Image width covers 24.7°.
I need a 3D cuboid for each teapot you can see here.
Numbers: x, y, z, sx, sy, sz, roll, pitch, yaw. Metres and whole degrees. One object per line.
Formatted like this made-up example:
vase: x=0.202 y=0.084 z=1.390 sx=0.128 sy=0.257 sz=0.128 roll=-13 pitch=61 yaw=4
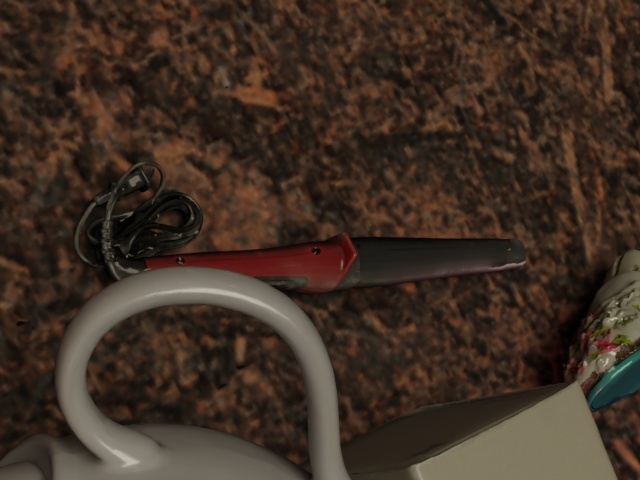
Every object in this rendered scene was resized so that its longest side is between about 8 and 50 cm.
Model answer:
teapot: x=-0.104 y=0.167 z=0.599 sx=0.187 sy=0.252 sz=0.256 roll=35 pitch=53 yaw=-20

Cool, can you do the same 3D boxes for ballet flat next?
ballet flat: x=0.221 y=0.034 z=0.894 sx=0.241 sy=0.091 sz=0.077 roll=-20 pitch=59 yaw=-32

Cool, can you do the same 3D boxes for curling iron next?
curling iron: x=0.000 y=0.000 z=0.804 sx=0.274 sy=0.035 sz=0.068 roll=5 pitch=78 yaw=-25

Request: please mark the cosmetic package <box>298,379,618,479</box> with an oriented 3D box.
cosmetic package: x=0.104 y=0.239 z=0.740 sx=0.113 sy=0.160 sz=0.309 roll=-21 pitch=90 yaw=-29
